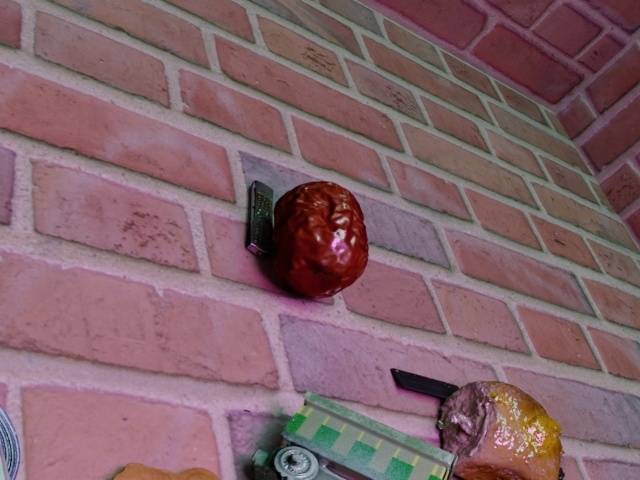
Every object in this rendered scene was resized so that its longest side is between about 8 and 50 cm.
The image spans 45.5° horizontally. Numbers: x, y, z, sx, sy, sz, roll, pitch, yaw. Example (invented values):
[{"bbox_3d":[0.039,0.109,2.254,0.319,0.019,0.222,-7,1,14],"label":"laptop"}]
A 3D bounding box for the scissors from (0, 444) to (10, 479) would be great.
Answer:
[{"bbox_3d":[-0.324,0.384,0.780,0.255,0.029,0.384,-19,75,-36],"label":"scissors"}]

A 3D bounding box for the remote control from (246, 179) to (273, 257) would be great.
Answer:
[{"bbox_3d":[-0.124,-0.047,1.585,0.059,0.028,0.212,32,35,-26],"label":"remote control"}]

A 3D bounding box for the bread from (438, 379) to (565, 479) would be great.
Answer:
[{"bbox_3d":[0.358,0.385,1.496,0.246,0.176,0.196,31,31,-18],"label":"bread"}]

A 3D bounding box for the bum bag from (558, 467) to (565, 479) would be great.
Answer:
[{"bbox_3d":[0.484,0.529,1.592,0.087,0.049,0.198,44,31,-10],"label":"bum bag"}]

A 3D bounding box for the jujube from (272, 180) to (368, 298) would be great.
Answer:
[{"bbox_3d":[0.000,0.000,1.507,0.212,0.213,0.232,29,34,-23],"label":"jujube"}]

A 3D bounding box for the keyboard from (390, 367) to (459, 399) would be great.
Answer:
[{"bbox_3d":[0.231,0.304,1.585,0.198,0.010,0.064,21,20,-33],"label":"keyboard"}]

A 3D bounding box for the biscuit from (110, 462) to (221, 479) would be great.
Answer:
[{"bbox_3d":[-0.176,0.380,1.045,0.236,0.040,0.144,16,47,-34],"label":"biscuit"}]

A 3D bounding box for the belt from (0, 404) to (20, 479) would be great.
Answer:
[{"bbox_3d":[-0.433,0.236,0.868,0.190,0.082,0.141,51,40,0],"label":"belt"}]

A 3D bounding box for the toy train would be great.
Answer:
[{"bbox_3d":[0.051,0.366,1.154,0.300,0.120,0.202,20,34,18],"label":"toy train"}]
